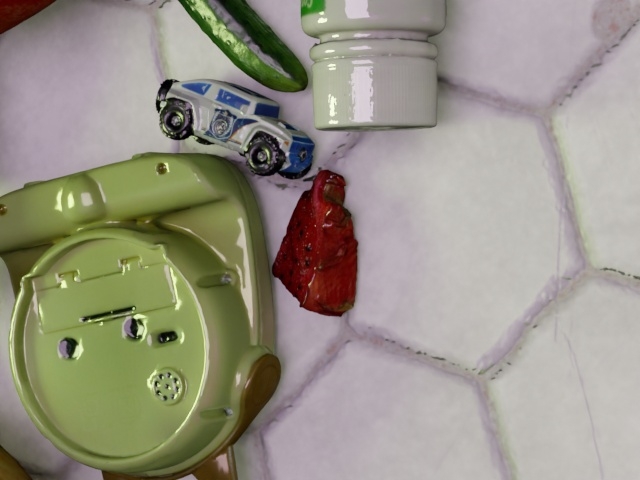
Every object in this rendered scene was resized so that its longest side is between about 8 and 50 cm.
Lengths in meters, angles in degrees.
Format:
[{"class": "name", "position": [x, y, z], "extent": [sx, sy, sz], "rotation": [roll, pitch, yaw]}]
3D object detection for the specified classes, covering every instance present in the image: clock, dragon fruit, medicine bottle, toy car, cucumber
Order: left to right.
[{"class": "clock", "position": [-0.184, 0.097, 1.739], "extent": [0.286, 0.117, 0.348], "rotation": [-13, 85, 25]}, {"class": "cucumber", "position": [-0.101, -0.231, 1.731], "extent": [0.056, 0.056, 0.250], "rotation": [-44, 75, 19]}, {"class": "toy car", "position": [-0.086, -0.115, 1.711], "extent": [0.171, 0.080, 0.070], "rotation": [24, 99, 23]}, {"class": "dragon fruit", "position": [-0.002, 0.001, 1.683], "extent": [0.097, 0.063, 0.131], "rotation": [24, 101, 22]}, {"class": "medicine bottle", "position": [0.050, -0.220, 1.617], "extent": [0.139, 0.139, 0.236], "rotation": [-1, 92, 25]}]

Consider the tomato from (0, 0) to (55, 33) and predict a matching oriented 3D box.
[{"class": "tomato", "position": [-0.371, -0.357, 1.712], "extent": [0.293, 0.289, 0.325], "rotation": [-17, 118, 39]}]

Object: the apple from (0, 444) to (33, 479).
[{"class": "apple", "position": [-0.445, 0.353, 1.746], "extent": [0.392, 0.346, 0.391], "rotation": [0, 89, 34]}]
